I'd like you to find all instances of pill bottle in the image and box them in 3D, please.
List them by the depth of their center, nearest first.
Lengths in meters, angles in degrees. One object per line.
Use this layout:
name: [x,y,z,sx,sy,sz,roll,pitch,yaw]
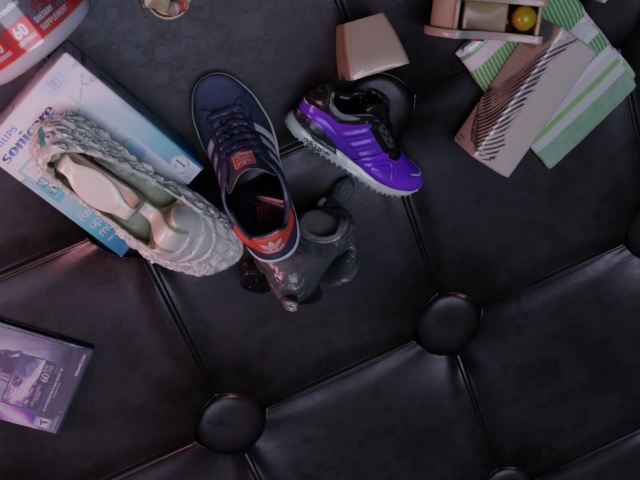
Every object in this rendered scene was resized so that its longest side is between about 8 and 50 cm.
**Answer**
pill bottle: [-0.530,-0.425,1.345,0.210,0.210,0.363,-38,117,2]

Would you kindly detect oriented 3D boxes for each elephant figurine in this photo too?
elephant figurine: [0.000,0.000,1.653,0.239,0.169,0.186,-28,85,-8]

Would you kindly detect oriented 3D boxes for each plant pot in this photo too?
plant pot: [0.081,-0.343,1.612,0.108,0.109,0.096,-18,104,-7]

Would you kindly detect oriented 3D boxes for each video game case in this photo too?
video game case: [-0.589,0.243,1.714,0.274,0.026,0.196,20,105,-23]

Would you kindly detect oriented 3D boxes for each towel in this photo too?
towel: [0.436,-0.328,1.753,0.248,0.038,0.325,-44,118,7]

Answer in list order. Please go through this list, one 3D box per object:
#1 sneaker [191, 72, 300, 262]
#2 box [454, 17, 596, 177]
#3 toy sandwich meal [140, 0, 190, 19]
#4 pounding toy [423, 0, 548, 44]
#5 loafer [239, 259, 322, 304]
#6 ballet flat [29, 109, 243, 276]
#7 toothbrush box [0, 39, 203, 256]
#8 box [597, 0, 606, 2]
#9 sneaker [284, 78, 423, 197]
sneaker: [-0.127,-0.137,1.533,0.131,0.148,0.350,-25,80,0]
box: [0.371,-0.262,1.682,0.094,0.113,0.275,27,104,-24]
toy sandwich meal: [-0.256,-0.406,1.529,0.085,0.029,0.086,-6,113,-13]
pounding toy: [0.258,-0.423,1.574,0.269,0.154,0.155,4,106,-7]
loafer: [-0.074,0.075,1.763,0.170,0.061,0.062,20,122,-23]
ballet flat: [-0.292,-0.047,1.474,0.408,0.147,0.147,35,100,-26]
toothbrush box: [-0.381,-0.155,1.548,0.216,0.126,0.295,-45,115,6]
box: [0.487,-0.499,1.655,0.101,0.102,0.087,35,101,-26]
sneaker: [0.093,-0.191,1.655,0.293,0.102,0.146,28,121,-24]
